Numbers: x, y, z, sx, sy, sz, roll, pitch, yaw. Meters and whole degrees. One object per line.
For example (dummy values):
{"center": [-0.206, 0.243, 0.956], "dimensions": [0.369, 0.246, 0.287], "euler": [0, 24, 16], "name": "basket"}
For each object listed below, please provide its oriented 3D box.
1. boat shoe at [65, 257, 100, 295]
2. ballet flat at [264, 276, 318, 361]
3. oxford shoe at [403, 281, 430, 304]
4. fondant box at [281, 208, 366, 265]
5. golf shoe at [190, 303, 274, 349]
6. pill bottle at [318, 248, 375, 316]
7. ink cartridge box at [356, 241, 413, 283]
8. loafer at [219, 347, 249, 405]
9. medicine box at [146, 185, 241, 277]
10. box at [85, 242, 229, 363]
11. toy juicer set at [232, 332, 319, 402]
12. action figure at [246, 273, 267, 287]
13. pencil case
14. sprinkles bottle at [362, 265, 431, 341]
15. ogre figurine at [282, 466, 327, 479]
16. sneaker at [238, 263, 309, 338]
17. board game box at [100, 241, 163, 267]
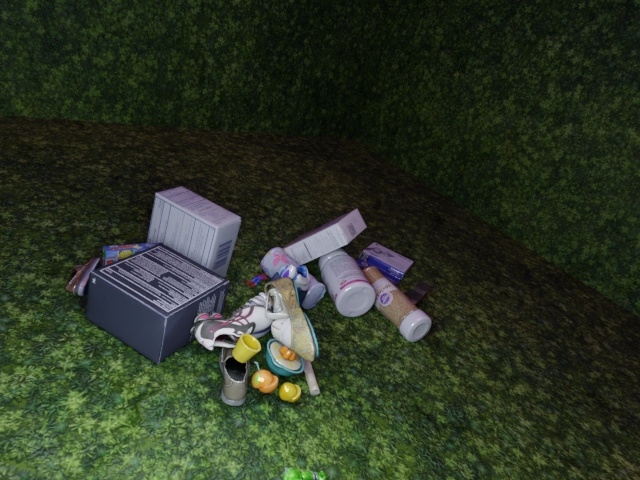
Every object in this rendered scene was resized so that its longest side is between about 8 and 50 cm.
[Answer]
{"center": [-0.767, 0.107, 1.690], "dimensions": [0.066, 0.066, 0.183], "euler": [13, 26, -10], "name": "boat shoe"}
{"center": [-0.101, 0.233, 1.550], "dimensions": [0.123, 0.123, 0.348], "euler": [8, 31, -22], "name": "ballet flat"}
{"center": [0.380, 0.253, 2.184], "dimensions": [0.212, 0.076, 0.076], "euler": [-25, 50, -34], "name": "oxford shoe"}
{"center": [0.000, 0.000, 2.143], "dimensions": [0.096, 0.330, 0.238], "euler": [63, 30, -6], "name": "fondant box"}
{"center": [-0.248, 0.270, 1.568], "dimensions": [0.272, 0.105, 0.120], "euler": [-6, 34, -35], "name": "golf shoe"}
{"center": [0.095, 0.157, 2.065], "dimensions": [0.160, 0.160, 0.283], "euler": [7, 28, -24], "name": "pill bottle"}
{"center": [0.303, 0.100, 2.449], "dimensions": [0.223, 0.045, 0.224], "euler": [27, 27, 16], "name": "ink cartridge box"}
{"center": [-0.241, 0.362, 1.516], "dimensions": [0.094, 0.087, 0.251], "euler": [10, 27, -18], "name": "loafer"}
{"center": [-0.470, -0.015, 1.904], "dimensions": [0.289, 0.264, 0.149], "euler": [28, 26, 17], "name": "medicine box"}
{"center": [-0.495, 0.179, 1.596], "dimensions": [0.296, 0.183, 0.294], "euler": [26, 25, 19], "name": "box"}
{"center": [-0.088, 0.370, 1.525], "dimensions": [0.329, 0.089, 0.209], "euler": [20, 25, -48], "name": "toy juicer set"}
{"center": [-0.238, 0.148, 2.014], "dimensions": [0.038, 0.030, 0.115], "euler": [25, 24, 21], "name": "action figure"}
{"center": [-0.105, 0.139, 1.995], "dimensions": [0.273, 0.114, 0.124], "euler": [38, 48, 27], "name": "pencil case"}
{"center": [0.281, 0.245, 2.065], "dimensions": [0.121, 0.121, 0.355], "euler": [-1, 32, -36], "name": "sprinkles bottle"}
{"center": [-0.037, 0.592, 1.198], "dimensions": [0.118, 0.097, 0.197], "euler": [28, 36, -8], "name": "ogre figurine"}
{"center": [-0.164, 0.181, 1.753], "dimensions": [0.130, 0.236, 0.322], "euler": [34, 29, 29], "name": "sneaker"}
{"center": [-0.633, 0.077, 1.759], "dimensions": [0.201, 0.136, 0.035], "euler": [-4, 35, -41], "name": "board game box"}
